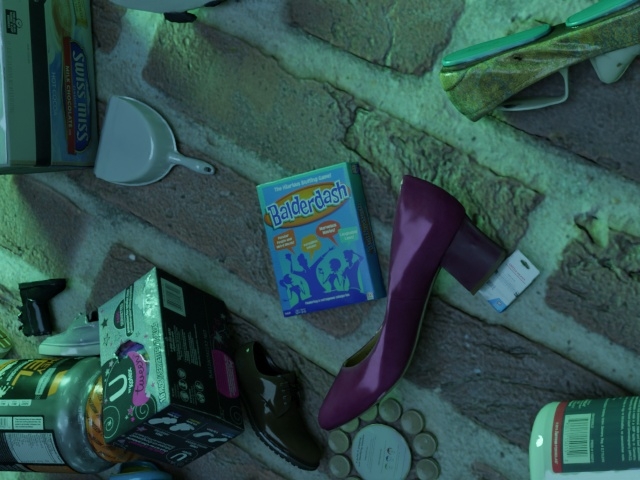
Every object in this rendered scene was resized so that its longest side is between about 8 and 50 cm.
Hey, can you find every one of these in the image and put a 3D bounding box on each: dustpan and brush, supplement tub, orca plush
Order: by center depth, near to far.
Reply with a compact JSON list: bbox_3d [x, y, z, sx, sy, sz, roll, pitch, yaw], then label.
[{"bbox_3d":[0.414,0.288,1.191,0.272,0.191,0.191,-9,89,26],"label":"supplement tub"},{"bbox_3d":[-0.198,-0.436,1.500,0.287,0.151,0.102,-12,57,29],"label":"orca plush"},{"bbox_3d":[-0.269,-0.144,1.582,0.211,0.060,0.147,22,104,30],"label":"dustpan and brush"},{"bbox_3d":[-0.446,0.294,1.612,0.316,0.193,0.193,-5,91,25],"label":"supplement tub"}]

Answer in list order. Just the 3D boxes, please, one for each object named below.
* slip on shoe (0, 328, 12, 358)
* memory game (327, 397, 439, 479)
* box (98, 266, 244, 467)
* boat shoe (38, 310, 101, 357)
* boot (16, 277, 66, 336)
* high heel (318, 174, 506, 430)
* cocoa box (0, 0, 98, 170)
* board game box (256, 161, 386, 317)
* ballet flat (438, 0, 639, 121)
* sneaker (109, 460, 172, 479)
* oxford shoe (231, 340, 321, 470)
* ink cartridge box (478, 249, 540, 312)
[{"bbox_3d":[-0.625,0.163,1.775,0.135,0.051,0.041,44,122,11],"label":"slip on shoe"},{"bbox_3d":[0.094,0.327,1.451,0.186,0.012,0.186,2,95,26],"label":"memory game"},{"bbox_3d":[-0.236,0.196,1.466,0.142,0.163,0.247,-35,48,23],"label":"box"},{"bbox_3d":[-0.386,0.162,1.648,0.227,0.079,0.081,-8,74,26],"label":"boat shoe"},{"bbox_3d":[-0.494,0.120,1.707,0.121,0.045,0.099,-8,87,33],"label":"boot"},{"bbox_3d":[0.078,0.092,1.365,0.181,0.127,0.377,40,96,-4],"label":"high heel"},{"bbox_3d":[-0.534,-0.284,1.599,0.231,0.228,0.347,-2,92,26],"label":"cocoa box"},{"bbox_3d":[0.000,0.000,1.456,0.160,0.047,0.210,-14,87,26],"label":"board game box"},{"bbox_3d":[0.329,-0.245,1.255,0.348,0.123,0.123,-18,85,25],"label":"ballet flat"},{"bbox_3d":[-0.315,0.496,1.616,0.319,0.127,0.208,-50,46,38],"label":"sneaker"},{"bbox_3d":[-0.064,0.254,1.485,0.096,0.083,0.227,-43,75,20],"label":"oxford shoe"},{"bbox_3d":[0.266,0.056,1.340,0.048,0.028,0.083,48,112,15],"label":"ink cartridge box"}]
